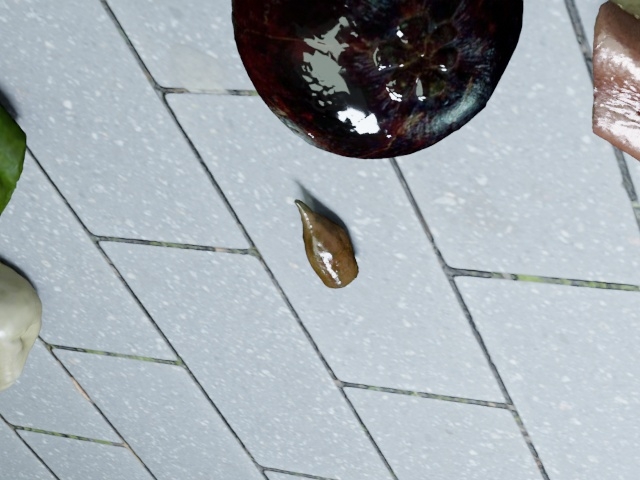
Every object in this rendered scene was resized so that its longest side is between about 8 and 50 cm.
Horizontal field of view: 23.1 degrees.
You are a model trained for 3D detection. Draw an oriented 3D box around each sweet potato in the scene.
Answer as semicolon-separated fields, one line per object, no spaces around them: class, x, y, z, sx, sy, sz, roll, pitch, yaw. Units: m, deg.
sweet potato;0.000;0.000;1.550;0.049;0.049;0.117;1;138;34

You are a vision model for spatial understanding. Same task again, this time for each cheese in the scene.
cheese;-0.440;0.089;1.928;0.218;0.117;0.235;2;141;31

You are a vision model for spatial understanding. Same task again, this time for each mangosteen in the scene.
mangosteen;0.036;-0.176;1.128;0.216;0.216;0.216;18;148;11

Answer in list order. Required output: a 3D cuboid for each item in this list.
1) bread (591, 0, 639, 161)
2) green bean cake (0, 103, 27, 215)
bread;0.261;-0.114;1.171;0.192;0.067;0.119;33;141;-15
green bean cake;-0.480;-0.021;1.578;0.319;0.335;0.218;2;141;40
